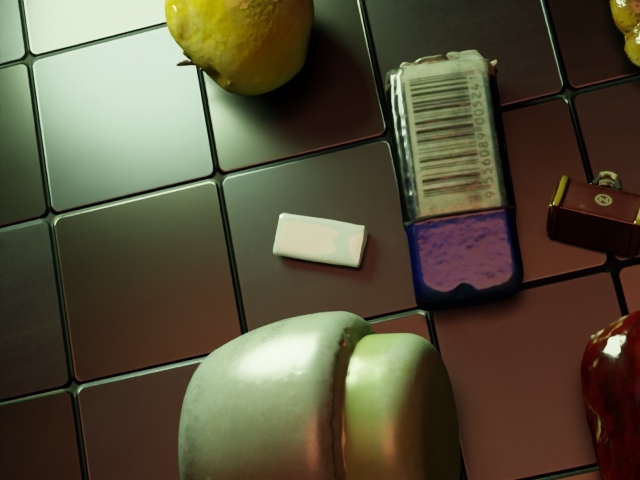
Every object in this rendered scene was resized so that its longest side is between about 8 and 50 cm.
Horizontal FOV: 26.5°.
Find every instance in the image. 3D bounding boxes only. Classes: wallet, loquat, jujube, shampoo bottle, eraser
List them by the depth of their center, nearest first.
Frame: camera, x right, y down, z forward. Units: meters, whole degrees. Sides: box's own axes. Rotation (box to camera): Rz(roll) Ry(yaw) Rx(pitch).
[{"bbox_3d":[0.434,0.239,1.623,0.223,0.223,0.318,-24,68,3],"label":"jujube"},{"bbox_3d":[-0.004,0.248,1.635,0.317,0.322,0.323,-3,75,16],"label":"shampoo bottle"},{"bbox_3d":[0.180,-0.081,1.806,0.154,0.101,0.332,-8,75,6],"label":"eraser"},{"bbox_3d":[0.000,0.000,1.855,0.122,0.025,0.061,9,75,12],"label":"wallet"},{"bbox_3d":[-0.107,-0.303,1.877,0.213,0.213,0.213,-3,75,10],"label":"loquat"}]

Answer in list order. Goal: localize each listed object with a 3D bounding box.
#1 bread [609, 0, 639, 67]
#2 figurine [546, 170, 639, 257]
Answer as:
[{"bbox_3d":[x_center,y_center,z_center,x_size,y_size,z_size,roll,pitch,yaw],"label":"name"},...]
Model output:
[{"bbox_3d":[0.438,-0.388,1.851,0.124,0.084,0.344,-5,73,-14],"label":"bread"},{"bbox_3d":[0.380,-0.042,1.780,0.154,0.082,0.098,12,58,13],"label":"figurine"}]
